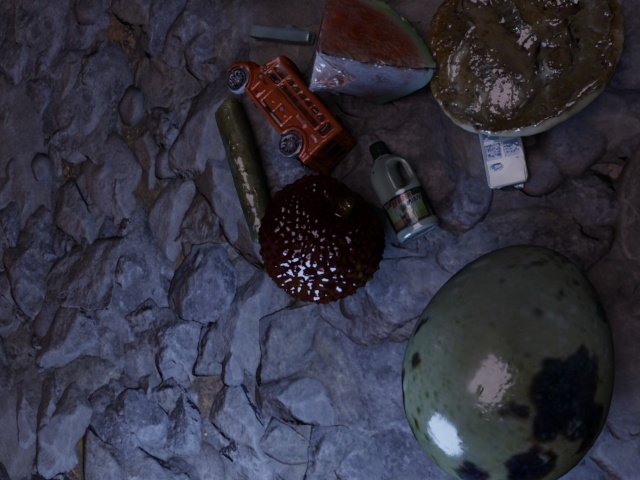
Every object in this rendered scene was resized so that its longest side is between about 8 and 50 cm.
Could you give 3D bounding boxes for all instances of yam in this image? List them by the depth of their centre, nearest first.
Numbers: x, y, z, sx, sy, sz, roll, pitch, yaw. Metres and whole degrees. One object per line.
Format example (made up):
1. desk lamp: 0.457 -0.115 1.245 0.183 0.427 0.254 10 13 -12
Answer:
1. yam: -0.182 -0.173 1.535 0.083 0.083 0.371 -24 77 27

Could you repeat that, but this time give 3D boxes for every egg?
1. egg: 0.324 0.216 1.084 0.345 0.345 0.427 21 84 28

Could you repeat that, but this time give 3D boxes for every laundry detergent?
1. laundry detergent: 0.166 -0.113 1.338 0.099 0.070 0.225 -34 72 33

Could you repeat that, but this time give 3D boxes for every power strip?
1. power strip: 0.363 -0.195 1.248 0.081 0.035 0.192 -11 83 27

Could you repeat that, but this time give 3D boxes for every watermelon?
1. watermelon: 0.081 -0.400 1.301 0.232 0.193 0.310 -42 86 -14

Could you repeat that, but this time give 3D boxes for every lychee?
1. lychee: 0.000 0.000 1.324 0.275 0.276 0.304 59 139 18

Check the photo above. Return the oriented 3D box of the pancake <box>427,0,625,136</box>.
1. pancake: 0.381 -0.373 1.203 0.387 0.082 0.386 -8 72 27

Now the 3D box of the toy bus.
1. toy bus: -0.071 -0.306 1.442 0.153 0.143 0.329 -43 68 11

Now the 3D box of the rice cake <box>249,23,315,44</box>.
1. rice cake: -0.094 -0.503 1.519 0.180 0.030 0.042 16 93 28
